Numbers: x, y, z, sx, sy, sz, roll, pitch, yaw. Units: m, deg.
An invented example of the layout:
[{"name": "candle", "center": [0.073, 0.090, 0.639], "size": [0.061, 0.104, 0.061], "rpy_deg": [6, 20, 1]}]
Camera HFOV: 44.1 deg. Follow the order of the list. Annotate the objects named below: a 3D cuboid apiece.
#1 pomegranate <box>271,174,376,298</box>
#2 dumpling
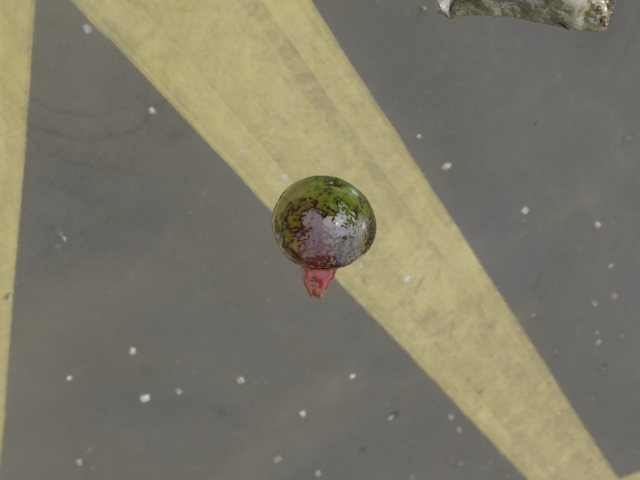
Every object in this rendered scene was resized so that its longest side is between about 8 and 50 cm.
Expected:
[{"name": "pomegranate", "center": [0.000, 0.000, 1.542], "size": [0.214, 0.214, 0.248], "rpy_deg": [-3, 110, -32]}, {"name": "dumpling", "center": [0.387, -0.474, 1.454], "size": [0.332, 0.086, 0.166], "rpy_deg": [4, 117, 2]}]
